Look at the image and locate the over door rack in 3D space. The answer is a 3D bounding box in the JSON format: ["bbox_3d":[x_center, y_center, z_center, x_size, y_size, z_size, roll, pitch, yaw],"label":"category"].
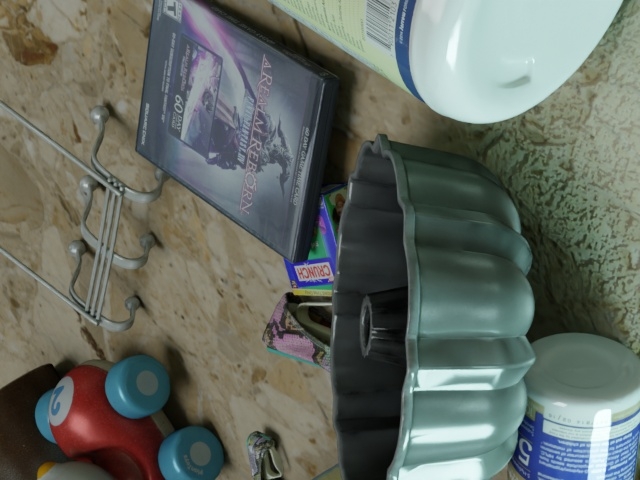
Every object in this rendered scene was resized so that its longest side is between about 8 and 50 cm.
[{"bbox_3d":[-0.329,-0.063,1.922,0.324,0.108,0.239,27,133,11],"label":"over door rack"}]

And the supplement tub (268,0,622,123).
[{"bbox_3d":[0.058,-0.260,1.272,0.325,0.235,0.235,37,135,31],"label":"supplement tub"}]

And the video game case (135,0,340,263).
[{"bbox_3d":[-0.090,-0.123,1.658,0.274,0.026,0.196,35,126,40],"label":"video game case"}]

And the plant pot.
[{"bbox_3d":[-0.366,0.314,2.132,0.230,0.215,0.215,53,141,6],"label":"plant pot"}]

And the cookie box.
[{"bbox_3d":[0.000,0.000,1.648,0.092,0.040,0.107,-1,110,50],"label":"cookie box"}]

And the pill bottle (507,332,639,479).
[{"bbox_3d":[0.219,0.185,1.438,0.112,0.112,0.186,27,129,38],"label":"pill bottle"}]

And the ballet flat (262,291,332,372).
[{"bbox_3d":[0.028,0.104,1.659,0.221,0.077,0.079,22,107,42],"label":"ballet flat"}]

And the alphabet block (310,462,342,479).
[{"bbox_3d":[0.000,0.378,1.744,0.197,0.192,0.193,51,143,15],"label":"alphabet block"}]

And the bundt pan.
[{"bbox_3d":[0.097,0.075,1.424,0.331,0.124,0.330,-178,90,-79],"label":"bundt pan"}]

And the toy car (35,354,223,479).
[{"bbox_3d":[-0.281,0.280,1.951,0.219,0.238,0.210,-24,104,49],"label":"toy car"}]

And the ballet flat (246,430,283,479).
[{"bbox_3d":[-0.059,0.270,1.875,0.041,0.041,0.114,19,125,43],"label":"ballet flat"}]
